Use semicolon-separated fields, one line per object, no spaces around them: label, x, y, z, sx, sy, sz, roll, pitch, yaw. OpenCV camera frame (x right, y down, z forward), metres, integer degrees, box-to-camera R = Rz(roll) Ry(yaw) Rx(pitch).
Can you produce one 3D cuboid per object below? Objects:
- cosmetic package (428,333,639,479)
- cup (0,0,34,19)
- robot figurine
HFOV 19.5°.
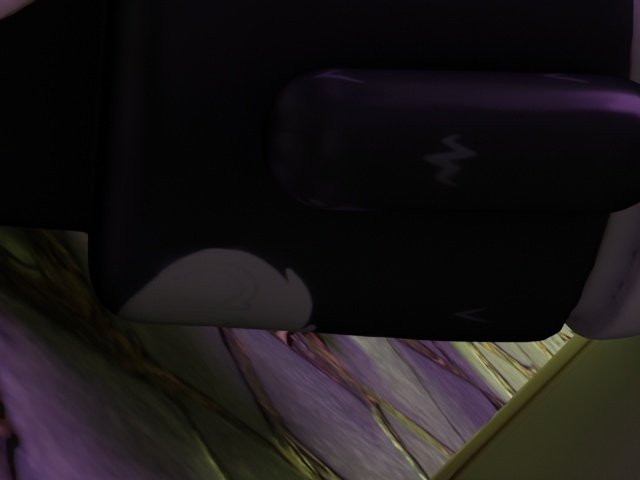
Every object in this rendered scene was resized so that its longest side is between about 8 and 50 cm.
cosmetic package;0.196;0.055;0.644;0.160;0.309;0.113;41;8;-25
cup;-0.175;-0.230;0.437;0.237;0.331;0.331;20;-6;31
robot figurine;0.018;-0.057;0.591;0.173;0.278;0.209;105;-14;-54
